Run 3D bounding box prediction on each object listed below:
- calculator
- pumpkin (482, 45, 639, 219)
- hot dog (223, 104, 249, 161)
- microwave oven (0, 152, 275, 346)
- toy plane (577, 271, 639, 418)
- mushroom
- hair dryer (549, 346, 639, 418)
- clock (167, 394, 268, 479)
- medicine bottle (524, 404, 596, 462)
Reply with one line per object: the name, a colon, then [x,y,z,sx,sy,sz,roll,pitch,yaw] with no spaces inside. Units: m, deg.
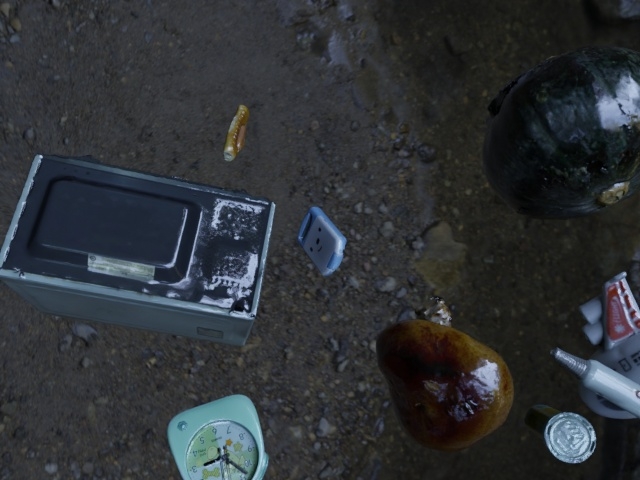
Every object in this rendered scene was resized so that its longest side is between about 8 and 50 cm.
calculator: [0.000,0.000,1.493,0.039,0.210,0.121,7,120,-35]
pumpkin: [0.602,-0.235,1.333,0.455,0.454,0.343,2,65,-25]
hot dog: [-0.150,-0.193,1.030,0.028,0.044,0.137,4,47,3]
microwave oven: [-0.268,0.020,0.914,0.356,0.286,0.218,11,68,-7]
toy plane: [0.458,0.154,0.745,0.118,0.253,0.251,-2,93,-64]
mushroom: [0.299,0.324,1.371,0.260,0.346,0.345,-38,109,-48]
hair dryer: [0.297,0.132,0.522,0.183,0.044,0.155,42,65,8]
clock: [-0.163,0.359,0.934,0.148,0.060,0.188,-12,65,-18]
medicine bottle: [0.391,0.313,0.951,0.074,0.218,0.073,-2,78,11]
